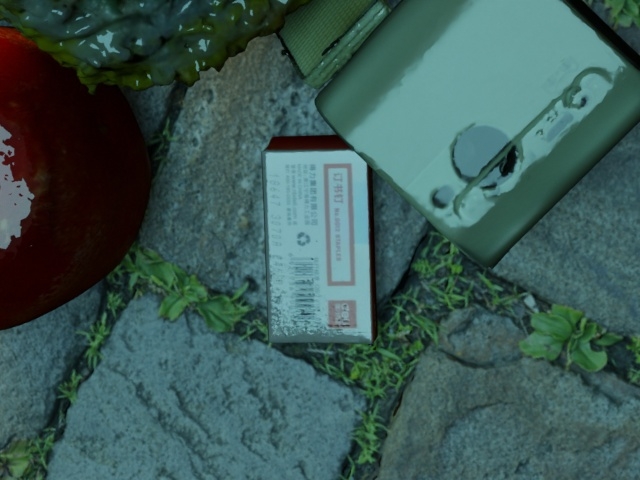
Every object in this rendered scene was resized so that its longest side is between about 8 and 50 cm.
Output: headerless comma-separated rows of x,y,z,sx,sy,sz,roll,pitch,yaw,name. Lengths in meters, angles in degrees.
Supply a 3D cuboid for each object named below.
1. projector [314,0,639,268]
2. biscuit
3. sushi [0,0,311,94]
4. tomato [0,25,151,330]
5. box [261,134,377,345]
0.174,-0.149,1.724,0.248,0.248,0.249,45,104,4,projector
0.002,-0.246,1.790,0.040,0.199,0.121,35,108,-34,biscuit
-0.174,-0.350,1.681,0.396,0.240,0.351,-33,128,-8,sushi
-0.348,-0.068,1.843,0.290,0.293,0.325,-18,84,26,tomato
0.000,0.000,1.887,0.123,0.050,0.229,-1,97,11,box
